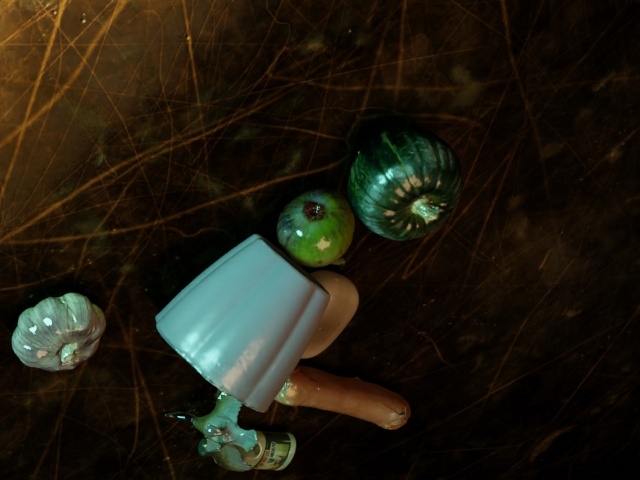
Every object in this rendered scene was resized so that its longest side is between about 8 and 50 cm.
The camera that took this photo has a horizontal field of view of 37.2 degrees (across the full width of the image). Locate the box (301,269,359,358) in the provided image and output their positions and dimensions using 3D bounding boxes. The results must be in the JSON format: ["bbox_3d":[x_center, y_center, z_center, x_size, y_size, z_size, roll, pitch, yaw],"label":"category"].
[{"bbox_3d":[-0.014,0.147,1.875,0.146,0.088,0.200,22,113,-43],"label":"box"}]

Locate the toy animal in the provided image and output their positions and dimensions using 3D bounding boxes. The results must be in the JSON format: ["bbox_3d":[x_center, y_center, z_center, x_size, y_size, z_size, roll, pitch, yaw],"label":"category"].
[{"bbox_3d":[-0.212,0.363,1.907,0.197,0.160,0.272,7,99,-10],"label":"toy animal"}]

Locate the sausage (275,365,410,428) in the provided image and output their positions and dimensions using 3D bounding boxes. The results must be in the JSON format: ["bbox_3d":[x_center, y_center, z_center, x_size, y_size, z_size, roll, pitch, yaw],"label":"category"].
[{"bbox_3d":[0.055,0.345,2.088,0.419,0.094,0.094,23,92,-40],"label":"sausage"}]

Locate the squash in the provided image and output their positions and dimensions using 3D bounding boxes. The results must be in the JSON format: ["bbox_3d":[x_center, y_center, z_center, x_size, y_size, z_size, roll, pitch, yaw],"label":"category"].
[{"bbox_3d":[0.150,-0.100,1.694,0.218,0.172,0.218,2,138,1],"label":"squash"}]

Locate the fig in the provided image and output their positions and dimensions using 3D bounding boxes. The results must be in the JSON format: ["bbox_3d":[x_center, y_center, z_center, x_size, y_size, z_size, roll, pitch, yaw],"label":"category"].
[{"bbox_3d":[0.000,0.000,1.757,0.149,0.149,0.245,-29,156,-6],"label":"fig"}]

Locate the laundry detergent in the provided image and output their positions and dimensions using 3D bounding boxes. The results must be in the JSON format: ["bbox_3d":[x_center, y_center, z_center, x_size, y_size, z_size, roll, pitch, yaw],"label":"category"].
[{"bbox_3d":[-0.165,0.455,2.072,0.226,0.070,0.099,14,127,-38],"label":"laundry detergent"}]

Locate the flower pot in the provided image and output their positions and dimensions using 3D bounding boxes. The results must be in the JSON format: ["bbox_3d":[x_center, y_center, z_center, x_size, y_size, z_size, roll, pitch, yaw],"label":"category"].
[{"bbox_3d":[-0.120,0.135,1.694,0.243,0.265,0.265,-48,136,3],"label":"flower pot"}]

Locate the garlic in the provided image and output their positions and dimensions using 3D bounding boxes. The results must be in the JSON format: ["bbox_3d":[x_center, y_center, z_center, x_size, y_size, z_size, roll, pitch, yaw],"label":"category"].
[{"bbox_3d":[-0.443,0.161,1.619,0.159,0.102,0.147,-23,135,-13],"label":"garlic"}]
